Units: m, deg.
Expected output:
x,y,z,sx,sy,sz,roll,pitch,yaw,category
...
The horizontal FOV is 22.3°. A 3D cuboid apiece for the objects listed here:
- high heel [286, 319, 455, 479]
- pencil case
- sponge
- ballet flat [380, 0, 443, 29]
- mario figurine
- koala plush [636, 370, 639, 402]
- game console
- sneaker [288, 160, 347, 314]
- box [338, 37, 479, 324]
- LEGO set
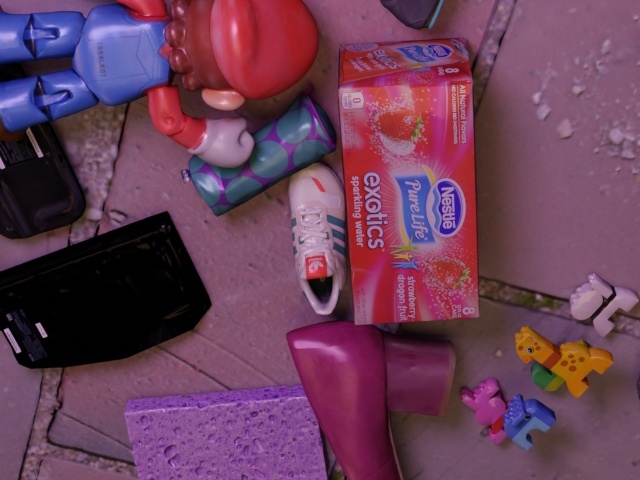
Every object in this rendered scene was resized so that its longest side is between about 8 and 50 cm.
x,y,z,sx,sy,sz,roll,pitch,yaw,category
0.019,0.263,1.736,0.181,0.127,0.377,7,103,-13,high heel
-0.058,-0.086,1.596,0.151,0.064,0.070,-27,76,13,pencil case
-0.100,0.220,1.770,0.210,0.031,0.117,-5,117,4,sponge
0.112,-0.289,1.488,0.074,0.074,0.203,22,117,-10,ballet flat
-0.160,-0.175,1.531,0.320,0.170,0.198,-6,138,4,mario figurine
0.470,0.144,1.644,0.221,0.203,0.196,6,118,-15,koala plush
-0.270,-0.031,1.643,0.213,0.044,0.361,-19,115,9,game console
0.000,0.000,1.632,0.057,0.075,0.161,-4,117,3,sneaker
0.086,-0.057,1.574,0.128,0.123,0.257,-3,117,2,box
0.225,0.127,1.686,0.093,0.087,0.227,34,112,-15,LEGO set
